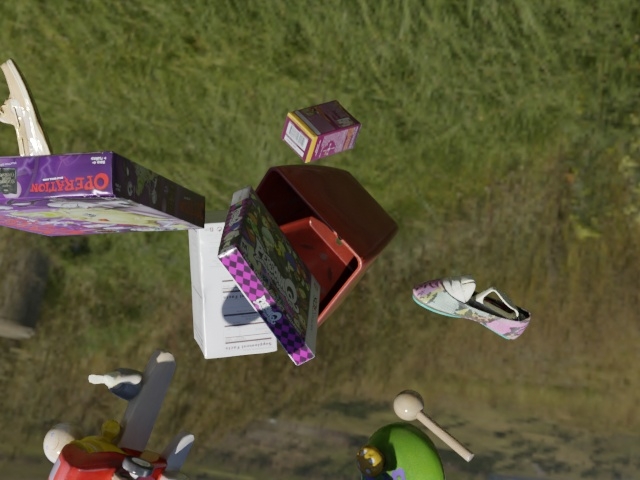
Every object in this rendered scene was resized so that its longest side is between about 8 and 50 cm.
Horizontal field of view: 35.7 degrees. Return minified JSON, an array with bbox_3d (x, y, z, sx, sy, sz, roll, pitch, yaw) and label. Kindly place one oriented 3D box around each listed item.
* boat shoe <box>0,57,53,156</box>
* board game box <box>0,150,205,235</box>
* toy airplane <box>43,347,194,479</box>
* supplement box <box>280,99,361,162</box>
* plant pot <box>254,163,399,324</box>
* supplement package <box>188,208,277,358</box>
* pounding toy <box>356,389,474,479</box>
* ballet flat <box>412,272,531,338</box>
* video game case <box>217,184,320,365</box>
[{"bbox_3d":[-0.466,-0.194,1.537,0.059,0.170,0.063,-19,-168,-8],"label":"boat shoe"},{"bbox_3d":[-0.267,-0.044,1.091,0.208,0.056,0.347,2,176,8],"label":"board game box"},{"bbox_3d":[-0.427,0.447,2.020,0.272,0.386,0.384,24,135,13],"label":"toy airplane"},{"bbox_3d":[0.001,-0.139,1.257,0.083,0.055,0.043,-20,144,-36],"label":"supplement box"},{"bbox_3d":[0.000,0.000,2.045,0.235,0.267,0.267,-25,158,-49],"label":"plant pot"},{"bbox_3d":[-0.160,0.073,1.800,0.133,0.244,0.139,-5,-168,-15],"label":"supplement package"},{"bbox_3d":[0.123,0.389,1.693,0.110,0.237,0.183,-2,-140,-44],"label":"pounding toy"},{"bbox_3d":[0.270,0.104,1.733,0.221,0.077,0.079,23,124,-15],"label":"ballet flat"},{"bbox_3d":[-0.077,0.052,1.599,0.041,0.210,0.232,-26,115,16],"label":"video game case"}]
